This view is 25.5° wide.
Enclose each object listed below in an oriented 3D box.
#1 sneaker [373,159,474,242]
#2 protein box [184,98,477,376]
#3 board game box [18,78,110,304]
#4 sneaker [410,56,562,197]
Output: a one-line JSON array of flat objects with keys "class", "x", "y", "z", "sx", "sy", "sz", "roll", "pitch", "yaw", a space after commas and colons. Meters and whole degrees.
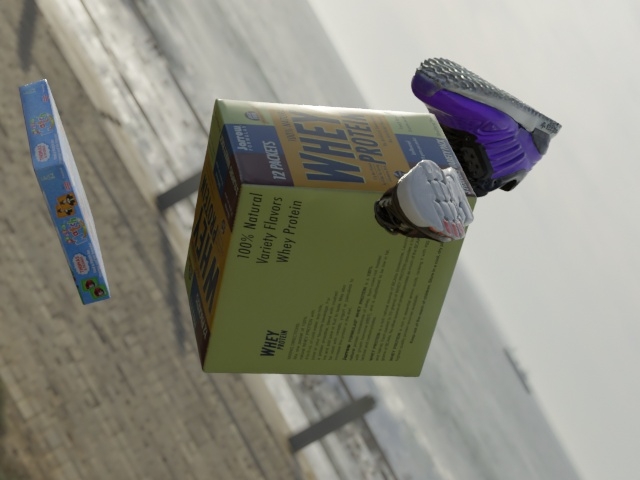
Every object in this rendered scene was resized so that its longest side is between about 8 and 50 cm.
[{"class": "sneaker", "x": 0.070, "y": -0.019, "z": 1.044, "sx": 0.158, "sy": 0.065, "sz": 0.061, "roll": 2, "pitch": 68, "yaw": -74}, {"class": "protein box", "x": 0.000, "y": 0.000, "z": 1.228, "sx": 0.136, "sy": 0.201, "sz": 0.200, "roll": -110, "pitch": -152, "yaw": -51}, {"class": "board game box", "x": -0.294, "y": -0.055, "z": 1.626, "sx": 0.160, "sy": 0.039, "sz": 0.211, "roll": -112, "pitch": -171, "yaw": -46}, {"class": "sneaker", "x": 0.190, "y": -0.122, "z": 1.751, "sx": 0.102, "sy": 0.146, "sz": 0.293, "roll": 39, "pitch": 13, "yaw": 36}]
